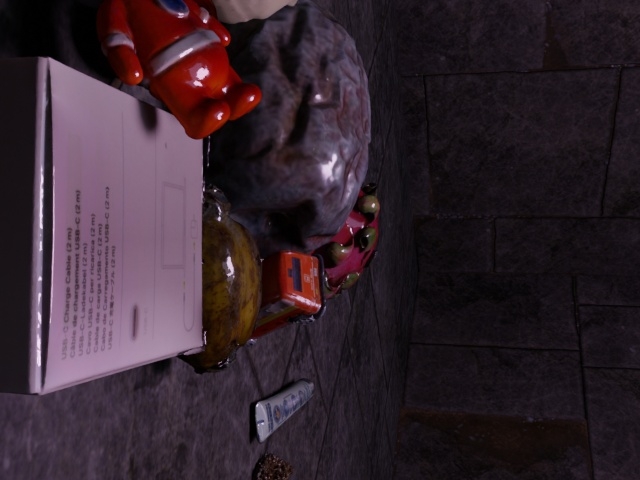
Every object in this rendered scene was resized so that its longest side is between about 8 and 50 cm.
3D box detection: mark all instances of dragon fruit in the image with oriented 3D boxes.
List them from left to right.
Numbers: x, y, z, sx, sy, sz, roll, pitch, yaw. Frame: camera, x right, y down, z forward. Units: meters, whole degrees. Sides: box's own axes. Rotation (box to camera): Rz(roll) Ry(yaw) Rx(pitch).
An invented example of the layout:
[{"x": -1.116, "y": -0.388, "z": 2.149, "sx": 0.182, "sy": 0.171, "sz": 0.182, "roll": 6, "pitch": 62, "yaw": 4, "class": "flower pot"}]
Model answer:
[{"x": -0.008, "y": -0.002, "z": 1.105, "sx": 0.272, "sy": 0.198, "sz": 0.218, "roll": 107, "pitch": -32, "yaw": -45, "class": "dragon fruit"}]

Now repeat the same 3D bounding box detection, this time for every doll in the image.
[{"x": -0.144, "y": -0.188, "z": 0.556, "sx": 0.245, "sy": 0.076, "sz": 0.142, "roll": 54, "pitch": 32, "yaw": -6, "class": "doll"}]

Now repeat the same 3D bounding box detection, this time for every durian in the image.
[{"x": -0.083, "y": 0.364, "z": 1.114, "sx": 0.066, "sy": 0.052, "sz": 0.130, "roll": -53, "pitch": 171, "yaw": 15, "class": "durian"}]

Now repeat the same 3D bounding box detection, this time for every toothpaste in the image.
[{"x": -0.059, "y": 0.265, "z": 1.176, "sx": 0.239, "sy": 0.039, "sz": 0.062, "roll": -6, "pitch": 92, "yaw": -74, "class": "toothpaste"}]

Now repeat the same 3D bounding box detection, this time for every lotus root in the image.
[{"x": -0.122, "y": 0.042, "z": 0.755, "sx": 0.120, "sy": 0.120, "sz": 0.209, "roll": -45, "pitch": 138, "yaw": -71, "class": "lotus root"}]

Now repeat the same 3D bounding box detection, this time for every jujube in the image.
[{"x": -0.045, "y": -0.137, "z": 0.875, "sx": 0.226, "sy": 0.226, "sz": 0.316, "roll": 65, "pitch": 23, "yaw": -60, "class": "jujube"}]

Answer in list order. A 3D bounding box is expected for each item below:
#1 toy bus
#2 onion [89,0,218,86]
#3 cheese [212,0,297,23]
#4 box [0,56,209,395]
[{"x": -0.076, "y": 0.070, "z": 0.852, "sx": 0.077, "sy": 0.174, "sz": 0.079, "roll": 21, "pitch": 54, "yaw": -43, "class": "toy bus"}, {"x": -0.147, "y": -0.195, "z": 0.656, "sx": 0.118, "sy": 0.119, "sz": 0.117, "roll": 59, "pitch": 37, "yaw": -65, "class": "onion"}, {"x": -0.098, "y": -0.366, "z": 0.786, "sx": 0.266, "sy": 0.127, "sz": 0.233, "roll": -73, "pitch": 150, "yaw": -59, "class": "cheese"}, {"x": -0.175, "y": -0.006, "z": 0.548, "sx": 0.252, "sy": 0.106, "sz": 0.203, "roll": 6, "pitch": 85, "yaw": -77, "class": "box"}]
